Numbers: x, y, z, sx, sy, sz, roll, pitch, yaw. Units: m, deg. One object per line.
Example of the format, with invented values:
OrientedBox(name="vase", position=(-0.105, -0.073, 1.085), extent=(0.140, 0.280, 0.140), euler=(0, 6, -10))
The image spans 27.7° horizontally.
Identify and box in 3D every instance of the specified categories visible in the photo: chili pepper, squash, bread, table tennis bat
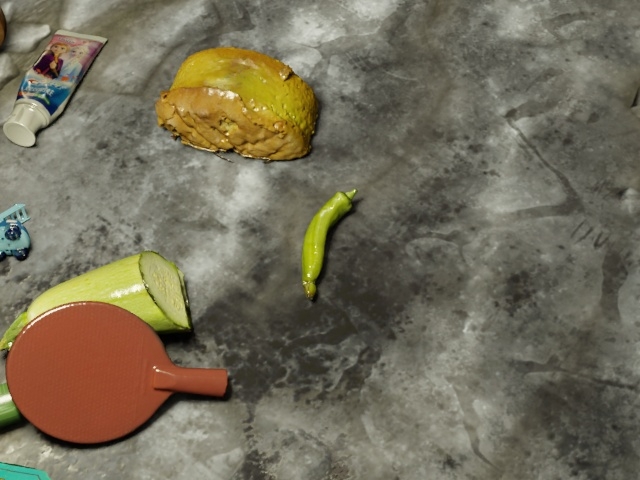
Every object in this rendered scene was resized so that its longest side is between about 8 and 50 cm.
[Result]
OrientedBox(name="chili pepper", position=(-0.001, 0.000, 2.009), extent=(0.049, 0.043, 0.208), euler=(29, 62, -10))
OrientedBox(name="squash", position=(-0.339, 0.091, 1.896), extent=(0.287, 0.137, 0.137), euler=(-9, 56, -3))
OrientedBox(name="bread", position=(-0.135, -0.230, 2.104), extent=(0.260, 0.147, 0.160), euler=(16, 60, 11))
OrientedBox(name="table tennis bat", position=(-0.286, 0.189, 1.828), extent=(0.310, 0.038, 0.200), euler=(6, 89, -14))

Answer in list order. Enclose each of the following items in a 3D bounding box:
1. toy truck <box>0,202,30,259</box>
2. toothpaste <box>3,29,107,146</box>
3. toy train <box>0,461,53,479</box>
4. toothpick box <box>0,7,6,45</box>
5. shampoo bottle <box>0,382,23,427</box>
OrientedBox(name="toy truck", position=(-0.484, -0.018, 2.018), extent=(0.073, 0.056, 0.090), euler=(-4, 43, 5))
OrientedBox(name="toothpaste", position=(-0.454, -0.269, 2.195), extent=(0.096, 0.061, 0.266), euler=(13, 50, 10))
OrientedBox(name="toy train", position=(-0.435, 0.371, 1.717), extent=(0.197, 0.107, 0.154), euler=(10, 48, 7))
OrientedBox(name="toothpick box", position=(-0.619, -0.289, 2.129), extent=(0.192, 0.192, 0.294), euler=(-3, 61, -1))
OrientedBox(name="shampoo bottle", position=(-0.481, 0.241, 1.830), extent=(0.204, 0.065, 0.065), euler=(-17, 57, -11))
